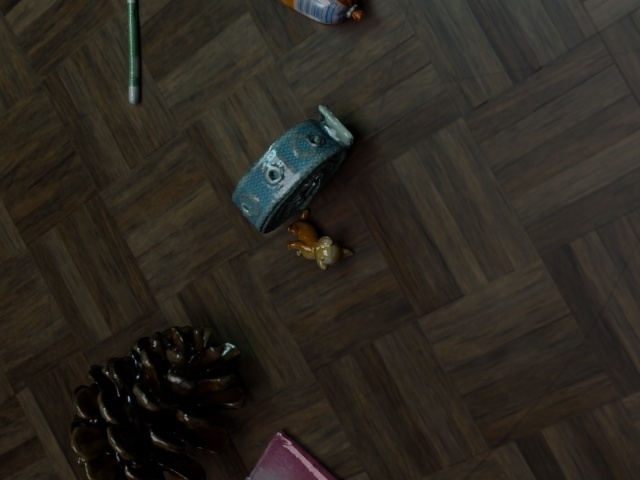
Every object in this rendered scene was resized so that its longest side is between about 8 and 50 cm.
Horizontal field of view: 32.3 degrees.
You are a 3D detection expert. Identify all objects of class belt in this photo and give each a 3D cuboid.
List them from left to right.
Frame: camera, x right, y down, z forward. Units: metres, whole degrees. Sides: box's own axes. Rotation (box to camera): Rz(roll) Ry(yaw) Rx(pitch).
[{"bbox_3d":[-0.039,-0.082,1.457,0.082,0.148,0.163,46,150,9],"label":"belt"}]

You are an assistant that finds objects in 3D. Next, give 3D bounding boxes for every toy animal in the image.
[{"bbox_3d":[0.000,0.000,1.512,0.083,0.060,0.081,5,69,30],"label":"toy animal"}]

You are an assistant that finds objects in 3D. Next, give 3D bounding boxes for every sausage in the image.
[{"bbox_3d":[-0.040,-0.341,1.427,0.234,0.071,0.071,35,119,20],"label":"sausage"}]

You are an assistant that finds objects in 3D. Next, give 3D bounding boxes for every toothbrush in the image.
[{"bbox_3d":[-0.274,-0.326,1.606,0.024,0.018,0.257,8,107,23],"label":"toothbrush"}]

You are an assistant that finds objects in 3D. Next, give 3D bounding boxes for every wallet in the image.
[{"bbox_3d":[-0.003,0.393,1.630,0.232,0.025,0.119,40,121,16],"label":"wallet"}]

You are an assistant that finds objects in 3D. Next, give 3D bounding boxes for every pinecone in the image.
[{"bbox_3d":[-0.234,0.252,1.620,0.309,0.244,0.244,-41,80,21],"label":"pinecone"}]
